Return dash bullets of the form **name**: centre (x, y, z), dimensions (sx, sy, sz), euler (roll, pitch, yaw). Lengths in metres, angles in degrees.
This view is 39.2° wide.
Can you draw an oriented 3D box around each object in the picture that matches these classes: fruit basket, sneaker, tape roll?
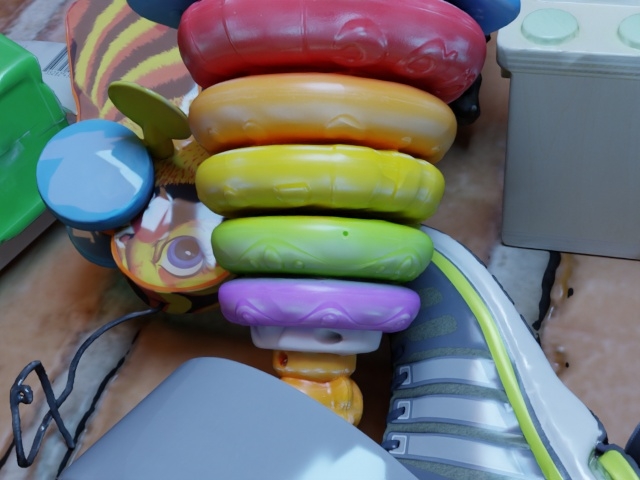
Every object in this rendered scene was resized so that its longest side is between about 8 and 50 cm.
- **fruit basket**: centre (-0.365, -0.061, 0.701), dimensions (0.353, 0.165, 0.327), euler (9, 46, 37)
- **sneaker**: centre (0.070, 0.101, 0.490), dimensions (0.121, 0.111, 0.300), euler (-27, 43, -5)
- **tape roll**: centre (-0.009, 0.153, 0.367), dimensions (0.219, 0.219, 0.072), euler (28, 55, 30)

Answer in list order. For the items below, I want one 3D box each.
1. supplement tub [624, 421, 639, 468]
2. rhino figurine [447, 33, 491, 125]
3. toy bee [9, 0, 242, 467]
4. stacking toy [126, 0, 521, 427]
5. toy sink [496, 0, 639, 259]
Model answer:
- **supplement tub**: centre (0.237, 0.150, 0.416), dimensions (0.106, 0.106, 0.198), euler (-27, 49, -17)
- **rhino figurine**: centre (0.099, -0.182, 0.752), dimensions (0.073, 0.106, 0.243), euler (-8, 46, 1)
- **toy bee**: centre (-0.095, -0.015, 0.593), dimensions (0.162, 0.298, 0.195), euler (1, 1, -2)
- **stacking toy**: centre (0.000, 0.000, 0.468), dimensions (0.175, 0.166, 0.302), euler (-3, 82, 43)
- **toy sink**: centre (0.188, -0.123, 0.596), dimensions (0.131, 0.234, 0.153), euler (7, 49, 14)
